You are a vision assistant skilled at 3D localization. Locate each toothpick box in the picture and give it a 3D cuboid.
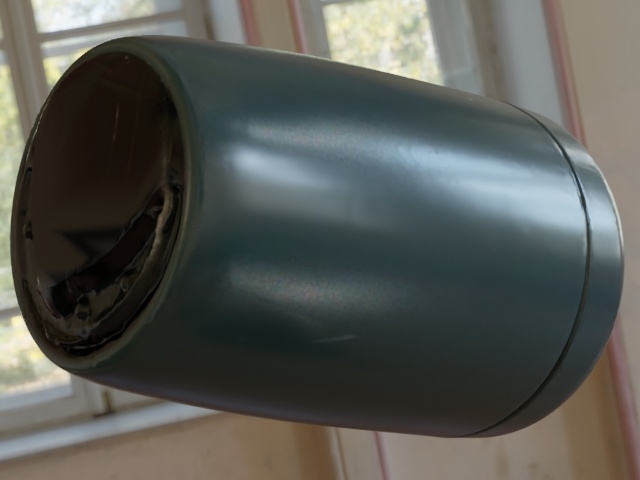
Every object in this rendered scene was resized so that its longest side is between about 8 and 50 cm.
[{"bbox_3d":[0.000,0.000,0.397,0.184,0.120,0.120,11,-13,-42],"label":"toothpick box"}]
